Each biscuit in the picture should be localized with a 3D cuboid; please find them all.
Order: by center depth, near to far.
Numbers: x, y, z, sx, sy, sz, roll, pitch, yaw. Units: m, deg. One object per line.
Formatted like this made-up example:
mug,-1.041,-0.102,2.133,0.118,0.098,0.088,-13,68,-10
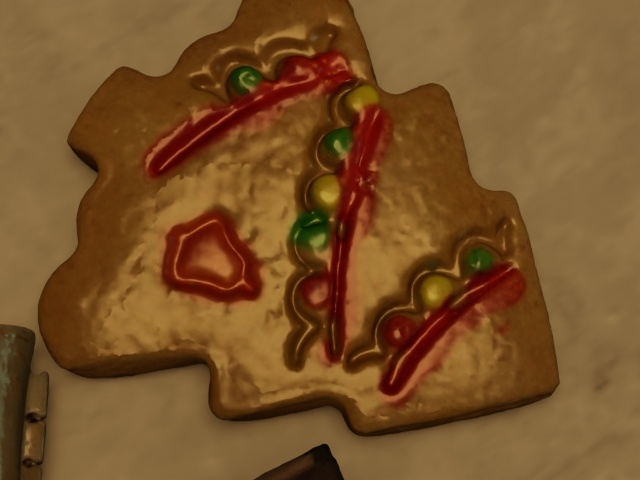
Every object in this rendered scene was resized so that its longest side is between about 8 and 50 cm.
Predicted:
biscuit,0.000,0.000,0.774,0.239,0.041,0.212,31,75,8

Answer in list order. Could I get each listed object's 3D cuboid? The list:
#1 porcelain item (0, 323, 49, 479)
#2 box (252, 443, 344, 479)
porcelain item,-0.149,0.142,0.725,0.084,0.054,0.213,-3,76,-6
box,-0.061,0.221,0.625,0.252,0.153,0.188,-25,104,-8
